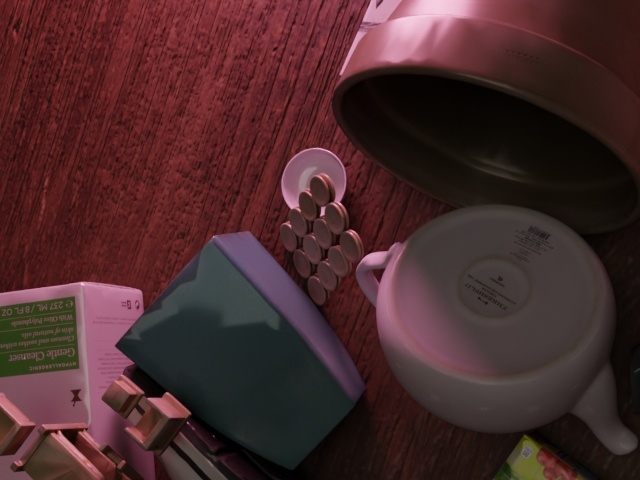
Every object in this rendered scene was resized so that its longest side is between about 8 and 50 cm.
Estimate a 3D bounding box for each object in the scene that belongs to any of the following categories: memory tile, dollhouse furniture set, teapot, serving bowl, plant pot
[{"bbox_3d":[0.000,0.000,1.178,0.113,0.012,0.148,61,149,17],"label":"memory tile"},{"bbox_3d":[-0.246,0.191,1.104,0.182,0.101,0.161,38,93,18],"label":"dollhouse furniture set"},{"bbox_3d":[0.175,0.098,1.064,0.252,0.187,0.256,-10,53,2],"label":"teapot"},{"bbox_3d":[-0.004,-0.067,1.227,0.083,0.027,0.083,-2,84,21],"label":"serving bowl"},{"bbox_3d":[-0.070,0.130,1.161,0.234,0.165,0.166,43,98,5],"label":"plant pot"},{"bbox_3d":[0.207,-0.200,1.030,0.323,0.323,0.280,16,75,22],"label":"plant pot"}]

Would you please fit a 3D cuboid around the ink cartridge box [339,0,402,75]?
[{"bbox_3d":[0.095,-0.216,1.186,0.104,0.060,0.180,25,94,22],"label":"ink cartridge box"}]

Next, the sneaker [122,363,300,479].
[{"bbox_3d":[-0.121,0.358,1.149,0.447,0.169,0.257,42,99,16],"label":"sneaker"}]

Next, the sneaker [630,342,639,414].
[{"bbox_3d":[0.375,0.077,1.032,0.118,0.083,0.222,5,87,23],"label":"sneaker"}]

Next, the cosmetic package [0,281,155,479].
[{"bbox_3d":[-0.318,0.246,1.253,0.196,0.155,0.366,-9,80,17],"label":"cosmetic package"}]

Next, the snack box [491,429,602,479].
[{"bbox_3d":[0.251,0.329,1.062,0.207,0.070,0.175,38,98,22],"label":"snack box"}]
